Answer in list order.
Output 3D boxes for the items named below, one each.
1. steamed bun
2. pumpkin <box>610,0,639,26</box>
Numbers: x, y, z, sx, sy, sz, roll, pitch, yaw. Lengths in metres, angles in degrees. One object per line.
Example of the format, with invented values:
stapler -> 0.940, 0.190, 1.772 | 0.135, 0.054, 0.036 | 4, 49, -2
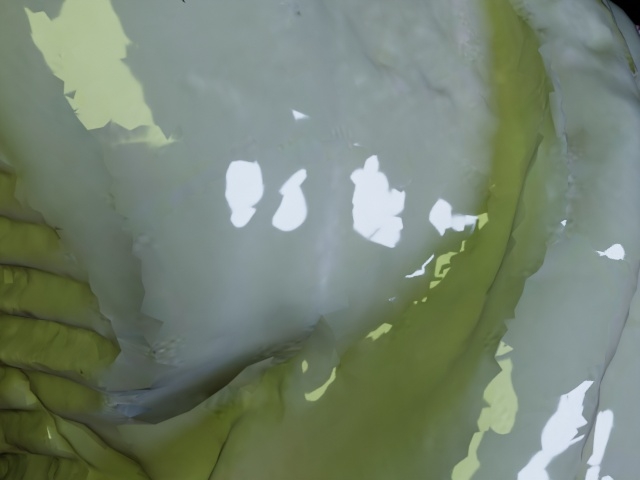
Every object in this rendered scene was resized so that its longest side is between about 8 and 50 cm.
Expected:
steamed bun -> 0.000, 0.000, 0.479 | 0.247, 0.339, 0.352 | -28, 84, -22
pumpkin -> 0.204, -0.221, 0.470 | 0.363, 0.266, 0.364 | -2, 84, 15
